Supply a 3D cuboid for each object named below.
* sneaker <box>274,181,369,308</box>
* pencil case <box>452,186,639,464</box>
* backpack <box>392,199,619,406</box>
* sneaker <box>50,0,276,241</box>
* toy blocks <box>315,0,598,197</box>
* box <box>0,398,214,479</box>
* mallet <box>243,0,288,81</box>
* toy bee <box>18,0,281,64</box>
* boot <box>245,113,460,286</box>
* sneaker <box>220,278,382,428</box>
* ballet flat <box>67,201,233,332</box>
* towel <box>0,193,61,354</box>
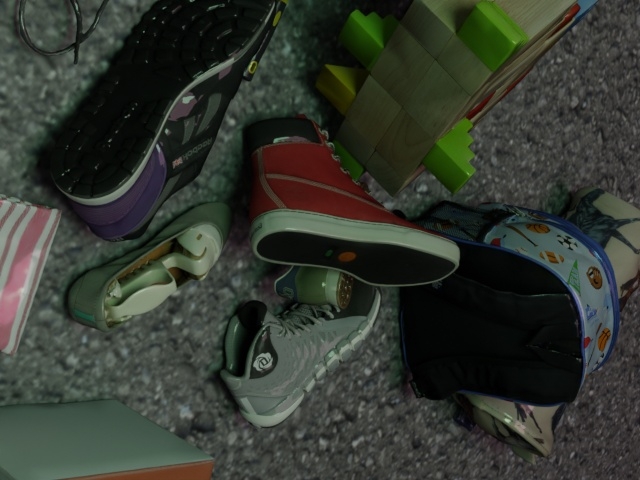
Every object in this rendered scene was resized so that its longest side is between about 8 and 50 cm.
[{"bbox_3d":[0.000,0.000,1.256,0.192,0.086,0.064,-74,158,-47],"label":"sneaker"},{"bbox_3d":[0.351,0.114,1.615,0.410,0.160,0.183,-55,146,-17],"label":"pencil case"},{"bbox_3d":[0.240,0.082,1.402,0.213,0.263,0.276,-33,126,-35],"label":"backpack"},{"bbox_3d":[-0.139,-0.124,1.056,0.283,0.107,0.124,-52,156,-19],"label":"sneaker"},{"bbox_3d":[0.170,-0.207,1.152,0.261,0.191,0.381,-41,174,-24],"label":"toy blocks"},{"bbox_3d":[-0.260,0.340,1.028,0.215,0.168,0.345,4,102,-48],"label":"box"},{"bbox_3d":[-0.043,-0.256,1.139,0.062,0.039,0.189,37,81,-48],"label":"mallet"},{"bbox_3d":[-0.098,-0.264,0.966,0.195,0.162,0.298,31,76,-41],"label":"toy bee"},{"bbox_3d":[0.036,-0.050,1.186,0.244,0.088,0.176,14,52,-27],"label":"boot"},{"bbox_3d":[-0.026,0.093,1.254,0.228,0.086,0.132,-50,133,-21],"label":"sneaker"},{"bbox_3d":[-0.150,0.029,1.105,0.213,0.068,0.072,-33,127,-36],"label":"ballet flat"},{"bbox_3d":[-0.317,0.022,0.950,0.197,0.029,0.144,16,94,-49],"label":"towel"}]
